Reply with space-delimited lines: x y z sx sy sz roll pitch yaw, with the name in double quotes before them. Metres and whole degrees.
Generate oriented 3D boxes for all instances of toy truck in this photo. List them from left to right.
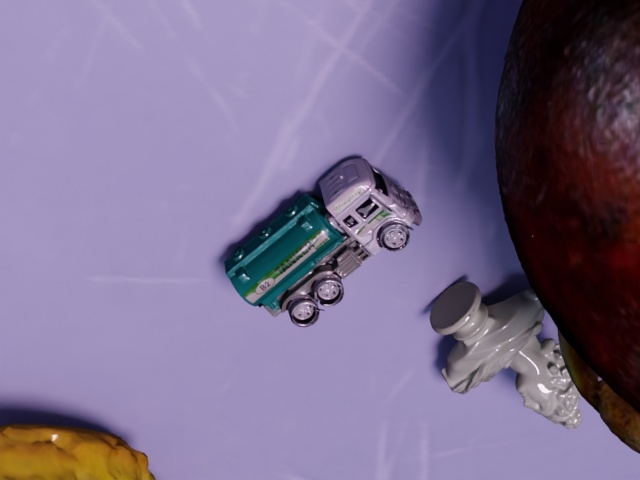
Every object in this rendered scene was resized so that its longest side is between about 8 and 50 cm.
"toy truck" 0.000 0.000 0.701 0.083 0.039 0.044 -40 117 14

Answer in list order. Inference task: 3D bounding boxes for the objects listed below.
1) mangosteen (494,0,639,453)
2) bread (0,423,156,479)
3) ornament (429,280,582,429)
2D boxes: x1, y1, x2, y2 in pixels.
"mangosteen" 0.205 -0.034 0.600 0.311 0.311 0.311 -11 131 -13
"bread" -0.110 0.202 0.747 0.147 0.160 0.260 -3 123 -28
"ornament" 0.092 0.053 0.782 0.092 0.041 0.068 13 117 -19
